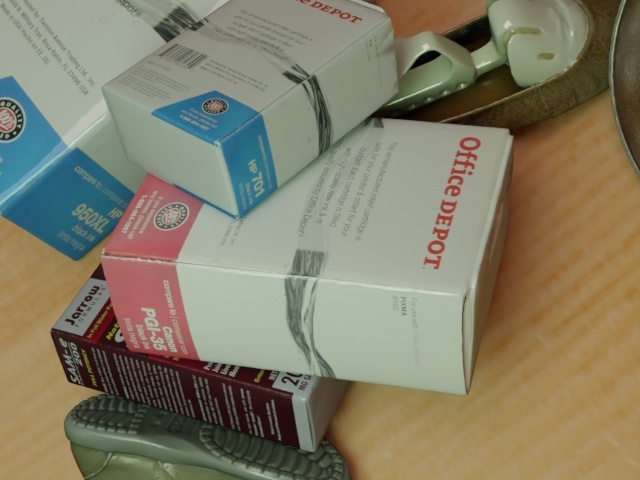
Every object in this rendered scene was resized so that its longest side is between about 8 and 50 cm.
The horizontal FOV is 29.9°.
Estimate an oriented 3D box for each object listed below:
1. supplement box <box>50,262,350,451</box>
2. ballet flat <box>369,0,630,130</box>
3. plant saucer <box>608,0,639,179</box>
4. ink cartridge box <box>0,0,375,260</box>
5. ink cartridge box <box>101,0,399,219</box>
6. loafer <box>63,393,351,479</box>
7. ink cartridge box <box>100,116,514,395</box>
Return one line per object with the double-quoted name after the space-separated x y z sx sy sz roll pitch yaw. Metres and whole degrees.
-0.092 0.082 1.025 0.239 0.073 0.130 12 46 20 "supplement box"
0.124 -0.150 1.039 0.342 0.124 0.116 -19 64 9 "ballet flat"
0.373 -0.133 0.927 0.310 0.050 0.311 9 104 40 "plant saucer"
-0.190 -0.223 1.136 0.395 0.166 0.285 -41 66 1 "ink cartridge box"
-0.051 -0.120 0.947 0.139 0.082 0.190 28 54 36 "ink cartridge box"
-0.095 0.195 1.016 0.251 0.094 0.087 10 113 16 "loafer"
0.000 0.000 0.959 0.283 0.117 0.207 7 42 15 "ink cartridge box"
